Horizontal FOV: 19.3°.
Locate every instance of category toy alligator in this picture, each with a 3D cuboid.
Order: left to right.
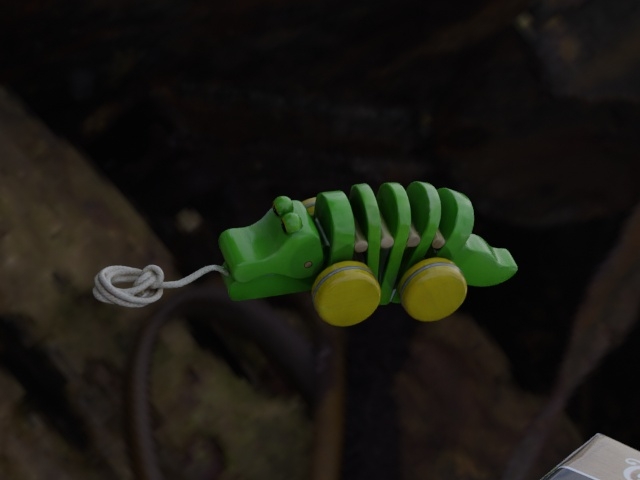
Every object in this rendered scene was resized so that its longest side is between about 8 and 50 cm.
[{"bbox_3d":[0.000,0.000,0.792,0.190,0.051,0.056,-2,38,-20],"label":"toy alligator"}]

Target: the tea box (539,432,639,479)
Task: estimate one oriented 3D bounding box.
[{"bbox_3d":[0.147,0.277,0.664,0.329,0.220,0.323,24,32,29],"label":"tea box"}]
